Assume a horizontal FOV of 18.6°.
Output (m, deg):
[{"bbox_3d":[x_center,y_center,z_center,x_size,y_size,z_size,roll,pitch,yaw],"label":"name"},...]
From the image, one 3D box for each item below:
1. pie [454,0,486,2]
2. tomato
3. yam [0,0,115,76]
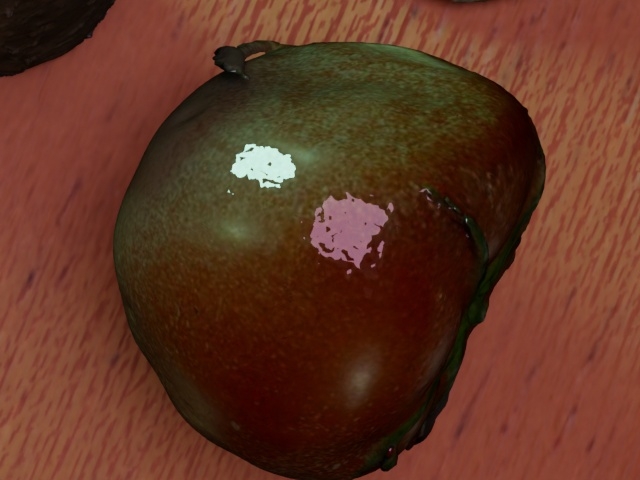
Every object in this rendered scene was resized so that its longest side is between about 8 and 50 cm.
[{"bbox_3d":[0.099,-0.282,1.398,0.241,0.054,0.240,1,116,2],"label":"pie"},{"bbox_3d":[0.000,0.000,1.278,0.239,0.303,0.303,26,82,10],"label":"tomato"},{"bbox_3d":[-0.205,-0.214,1.245,0.168,0.304,0.168,1,80,-5],"label":"yam"}]
